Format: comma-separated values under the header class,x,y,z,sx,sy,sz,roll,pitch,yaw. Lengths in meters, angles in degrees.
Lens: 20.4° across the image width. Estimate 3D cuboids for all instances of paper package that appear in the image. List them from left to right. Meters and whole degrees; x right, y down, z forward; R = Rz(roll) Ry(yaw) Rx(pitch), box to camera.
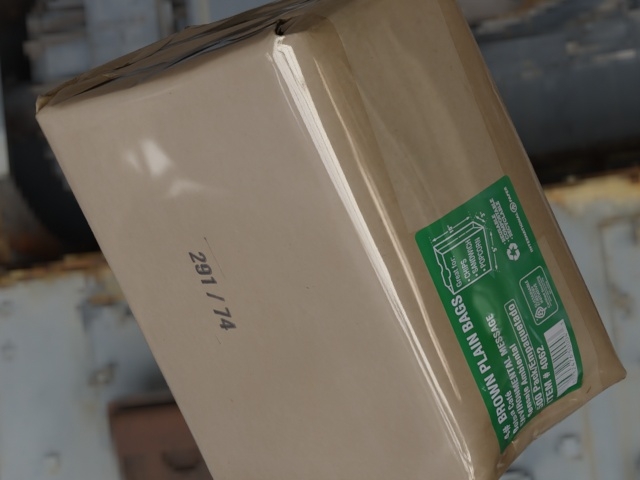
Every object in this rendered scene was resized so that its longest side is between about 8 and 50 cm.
class,x,y,z,sx,sy,sz,roll,pitch,yaw
paper package,0.000,0.000,1.206,0.168,0.325,0.309,-33,-166,-35
